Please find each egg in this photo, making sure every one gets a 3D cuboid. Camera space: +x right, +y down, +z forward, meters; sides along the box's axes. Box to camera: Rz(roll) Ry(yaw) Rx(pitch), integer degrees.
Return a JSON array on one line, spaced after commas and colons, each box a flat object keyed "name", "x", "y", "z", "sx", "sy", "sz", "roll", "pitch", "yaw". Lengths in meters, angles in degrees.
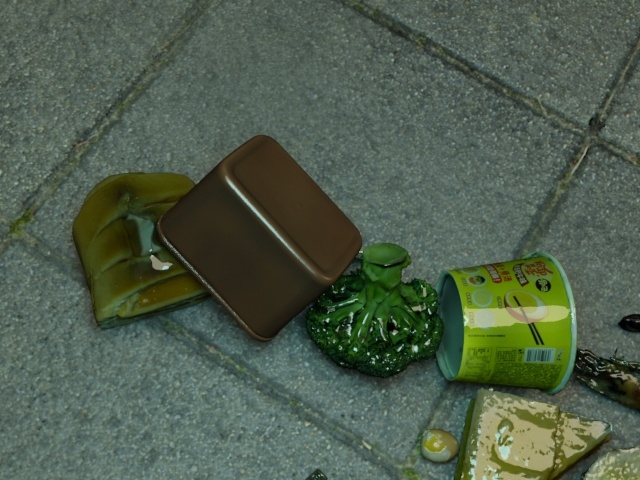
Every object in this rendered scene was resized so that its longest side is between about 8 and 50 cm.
[{"name": "egg", "x": 0.252, "y": 0.433, "z": 1.729, "sx": 0.083, "sy": 0.071, "sz": 0.071, "roll": 10, "pitch": 67, "yaw": -3}]

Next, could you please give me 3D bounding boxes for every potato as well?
[{"name": "potato", "x": 0.628, "y": 0.574, "z": 1.696, "sx": 0.239, "sy": 0.116, "sz": 0.298, "roll": -10, "pitch": 80, "yaw": -5}]

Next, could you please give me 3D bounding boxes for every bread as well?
[{"name": "bread", "x": -0.375, "y": -0.011, "z": 1.764, "sx": 0.301, "sy": 0.210, "sz": 0.341, "roll": -13, "pitch": 69, "yaw": -14}]

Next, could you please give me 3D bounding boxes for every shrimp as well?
[{"name": "shrimp", "x": 0.735, "y": 0.266, "z": 1.853, "sx": 0.445, "sy": 0.085, "sz": 0.272, "roll": 15, "pitch": 62, "yaw": -4}]

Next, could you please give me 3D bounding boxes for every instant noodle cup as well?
[{"name": "instant noodle cup", "x": 0.371, "y": 0.172, "z": 1.724, "sx": 0.222, "sy": 0.311, "sz": 0.311, "roll": 0, "pitch": 68, "yaw": -9}]

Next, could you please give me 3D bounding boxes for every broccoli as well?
[{"name": "broccoli", "x": 0.110, "y": 0.137, "z": 1.726, "sx": 0.298, "sy": 0.297, "sz": 0.297, "roll": -2, "pitch": 33, "yaw": 1}]

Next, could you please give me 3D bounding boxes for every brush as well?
[{"name": "brush", "x": -0.062, "y": 0.540, "z": 1.671, "sx": 0.190, "sy": 0.027, "sz": 0.034, "roll": -39, "pitch": 75, "yaw": -18}]

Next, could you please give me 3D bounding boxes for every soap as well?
[{"name": "soap", "x": 0.427, "y": 0.505, "z": 1.670, "sx": 0.305, "sy": 0.169, "sz": 0.338, "roll": 13, "pitch": 67, "yaw": 9}]

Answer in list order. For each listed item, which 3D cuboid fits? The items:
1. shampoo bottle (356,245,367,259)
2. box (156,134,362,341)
[{"name": "shampoo bottle", "x": 0.000, "y": 0.000, "z": 1.868, "sx": 0.263, "sy": 0.085, "sz": 0.085, "roll": 16, "pitch": 67, "yaw": -1}, {"name": "box", "x": -0.116, "y": -0.012, "z": 1.667, "sx": 0.339, "sy": 0.229, "sz": 0.239, "roll": 47, "pitch": 36, "yaw": -4}]
